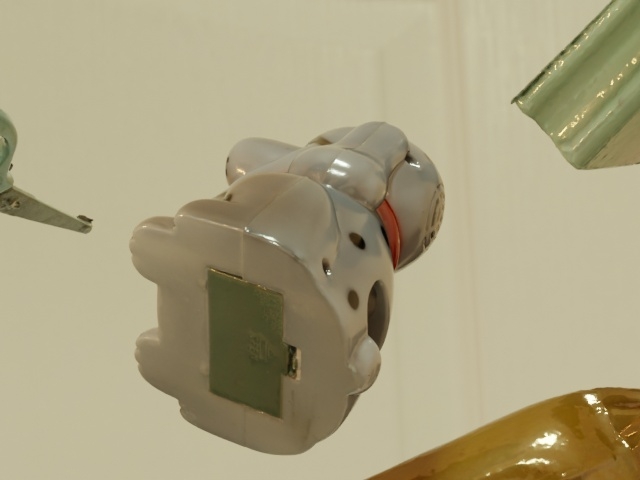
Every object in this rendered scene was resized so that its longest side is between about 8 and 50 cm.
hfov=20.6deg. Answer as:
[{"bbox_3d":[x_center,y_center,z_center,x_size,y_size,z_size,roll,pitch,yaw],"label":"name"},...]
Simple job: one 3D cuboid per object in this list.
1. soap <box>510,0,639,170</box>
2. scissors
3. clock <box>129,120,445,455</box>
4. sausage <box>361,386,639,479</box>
[{"bbox_3d":[0.285,-0.168,1.358,0.261,0.094,0.150,-46,-14,26],"label":"soap"},{"bbox_3d":[-0.316,-0.045,1.723,0.191,0.029,0.360,-35,-19,14],"label":"scissors"},{"bbox_3d":[-0.004,0.001,1.215,0.189,0.189,0.254,-11,27,34],"label":"clock"},{"bbox_3d":[0.130,0.187,1.296,0.328,0.112,0.112,-25,-16,5],"label":"sausage"}]
